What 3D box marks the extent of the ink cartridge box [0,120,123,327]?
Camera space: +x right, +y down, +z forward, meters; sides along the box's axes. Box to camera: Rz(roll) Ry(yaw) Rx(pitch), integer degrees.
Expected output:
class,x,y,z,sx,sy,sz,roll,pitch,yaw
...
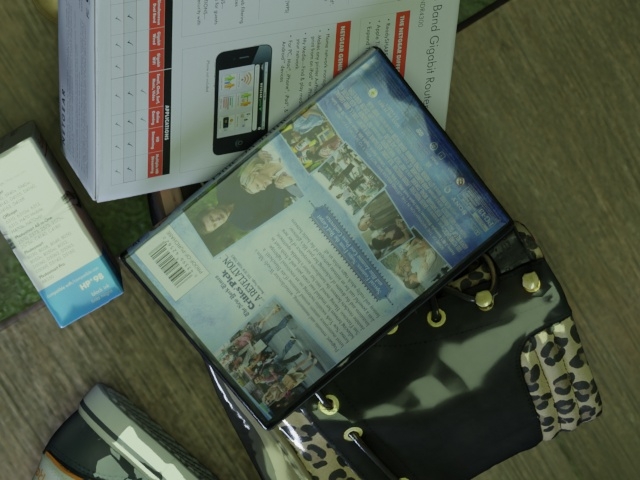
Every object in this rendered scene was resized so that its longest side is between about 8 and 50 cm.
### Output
class,x,y,z,sx,sy,sz,roll,pitch,yaw
ink cartridge box,-0.226,-0.030,1.506,0.060,0.104,0.180,-30,104,-1

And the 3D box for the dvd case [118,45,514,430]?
class,x,y,z,sx,sy,sz,roll,pitch,yaw
dvd case,0.000,0.000,1.449,0.253,0.022,0.180,-40,105,-3

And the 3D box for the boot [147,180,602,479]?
class,x,y,z,sx,sy,sz,roll,pitch,yaw
boot,0.045,0.062,1.545,0.284,0.138,0.377,-26,104,-3

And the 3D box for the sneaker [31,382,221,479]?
class,x,y,z,sx,sy,sz,roll,pitch,yaw
sneaker,-0.101,0.266,1.573,0.321,0.126,0.127,41,89,-2

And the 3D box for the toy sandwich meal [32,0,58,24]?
class,x,y,z,sx,sy,sz,roll,pitch,yaw
toy sandwich meal,-0.192,-0.211,1.517,0.085,0.029,0.086,-1,105,-5

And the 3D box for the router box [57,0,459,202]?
class,x,y,z,sx,sy,sz,roll,pitch,yaw
router box,-0.041,-0.211,1.405,0.301,0.082,0.335,-12,127,-23
